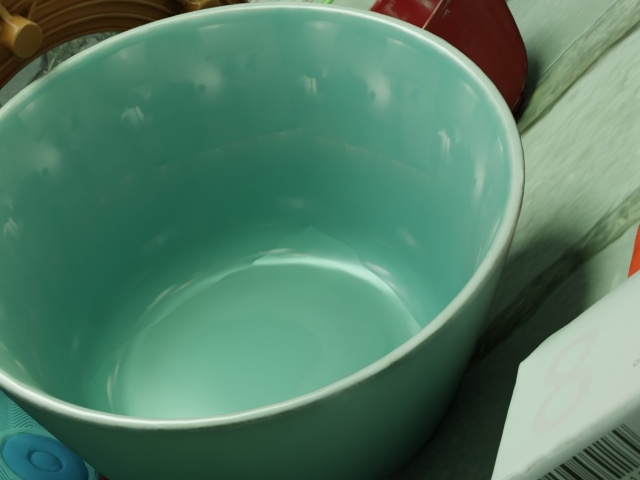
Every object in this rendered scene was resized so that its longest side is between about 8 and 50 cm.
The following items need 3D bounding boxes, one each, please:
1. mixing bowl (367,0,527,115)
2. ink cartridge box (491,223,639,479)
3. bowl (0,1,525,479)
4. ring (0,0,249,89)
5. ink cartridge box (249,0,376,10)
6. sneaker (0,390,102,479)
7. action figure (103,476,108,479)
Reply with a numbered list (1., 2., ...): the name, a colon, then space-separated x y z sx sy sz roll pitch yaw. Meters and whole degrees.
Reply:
1. mixing bowl: 0.073 -0.104 1.323 0.181 0.098 0.181 -49 14 16
2. ink cartridge box: 0.169 0.002 0.857 0.189 0.066 0.232 -42 22 37
3. bowl: -0.039 0.030 1.065 0.163 0.312 0.311 79 -153 -44
4. ring: -0.139 -0.019 1.192 0.032 0.336 0.336 28 78 37
5. ink cartridge box: -0.005 -0.144 1.633 0.198 0.115 0.273 -48 15 15
6. sneaker: -0.211 0.229 1.065 0.319 0.127 0.208 -86 19 -59
7. action figure: -0.102 0.178 1.146 0.139 0.091 0.280 0 68 46
